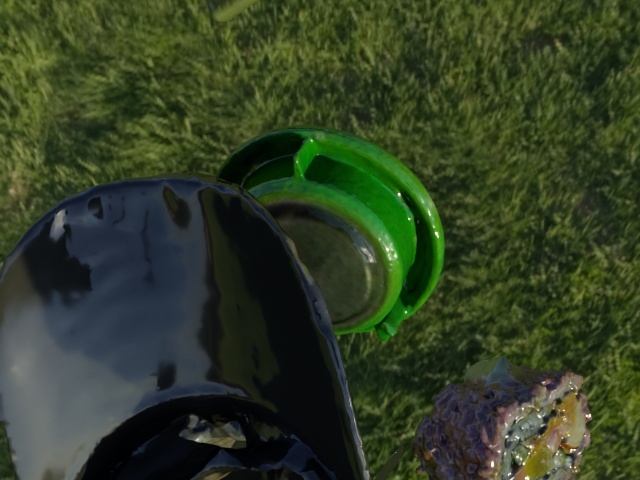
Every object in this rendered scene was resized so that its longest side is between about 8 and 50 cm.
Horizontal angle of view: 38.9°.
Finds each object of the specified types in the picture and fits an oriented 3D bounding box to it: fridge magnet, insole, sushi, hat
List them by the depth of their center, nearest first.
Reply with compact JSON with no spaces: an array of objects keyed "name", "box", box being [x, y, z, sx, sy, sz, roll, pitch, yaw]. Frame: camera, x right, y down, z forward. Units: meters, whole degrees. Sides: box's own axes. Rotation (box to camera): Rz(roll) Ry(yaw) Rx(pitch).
[{"name":"hat","box":[-0.084,0.143,0.724,0.366,0.257,0.382,-2,89,14]},{"name":"fridge magnet","box":[0.000,0.000,0.761,0.208,0.208,0.088,18,40,9]},{"name":"sushi","box":[0.278,0.287,1.371,0.270,0.237,0.170,-21,19,-35]},{"name":"insole","box":[0.086,0.376,1.398,0.004,0.188,0.064,43,31,24]}]

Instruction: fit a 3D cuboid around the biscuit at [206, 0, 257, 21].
[{"name":"biscuit","box":[-0.004,-0.287,0.760,0.038,0.322,0.099,11,68,-42]}]
